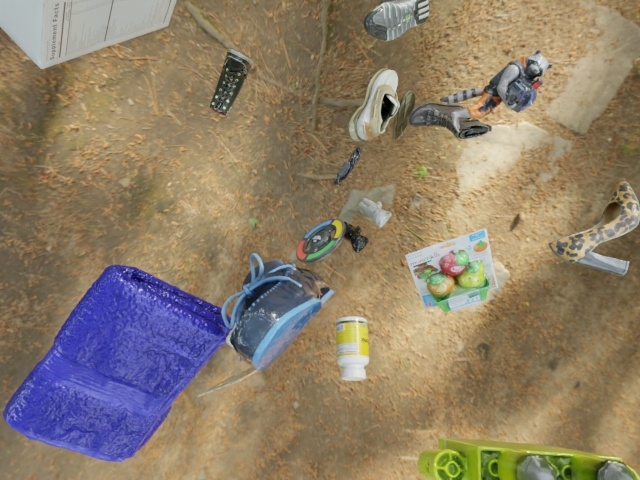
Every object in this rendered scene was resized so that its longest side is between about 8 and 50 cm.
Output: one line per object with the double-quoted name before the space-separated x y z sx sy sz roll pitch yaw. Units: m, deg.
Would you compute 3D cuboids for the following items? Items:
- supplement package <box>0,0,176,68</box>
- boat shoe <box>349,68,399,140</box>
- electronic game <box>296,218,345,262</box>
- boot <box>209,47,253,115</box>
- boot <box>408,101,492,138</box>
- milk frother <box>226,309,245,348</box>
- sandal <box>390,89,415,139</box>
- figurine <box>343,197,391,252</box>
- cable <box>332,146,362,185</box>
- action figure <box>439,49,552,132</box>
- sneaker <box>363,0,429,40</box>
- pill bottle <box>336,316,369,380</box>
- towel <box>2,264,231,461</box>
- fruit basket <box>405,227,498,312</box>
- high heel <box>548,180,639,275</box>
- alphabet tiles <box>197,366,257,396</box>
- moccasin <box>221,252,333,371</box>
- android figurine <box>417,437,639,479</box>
"supplement package" -0.342 -0.381 0.664 0.134 0.244 0.139 47 139 -4
"boat shoe" 0.197 -0.429 1.437 0.113 0.103 0.302 52 54 -44
"electronic game" 0.000 0.000 1.779 0.229 0.229 0.048 -37 118 4
"boot" -0.291 -0.500 1.459 0.085 0.236 0.179 23 91 -14
"boot" 0.487 -0.450 1.735 0.263 0.229 0.091 -10 127 -4
"milk frother" -0.195 0.282 1.366 0.135 0.143 0.129 -55 132 -11
"sandal" 0.277 -0.442 1.602 0.060 0.219 0.090 40 74 16
"figurine" 0.182 -0.060 1.811 0.092 0.209 0.215 38 98 -20
"cable" 0.115 -0.295 1.846 0.047 0.150 0.184 32 88 3
"action figure" 0.559 -0.479 1.444 0.330 0.341 0.178 -32 82 24
"sneaker" 0.163 -0.571 1.172 0.228 0.132 0.086 -30 128 -32
"pill bottle" 0.063 0.214 0.902 0.065 0.065 0.116 3 65 -6
"towel" -0.304 0.204 0.707 0.227 0.076 0.308 33 99 -32
"fruit basket" 0.544 0.135 1.850 0.327 0.165 0.353 -19 134 9
"high heel" 0.688 -0.055 1.150 0.186 0.093 0.261 17 74 6
"alphabet tiles" -0.250 0.431 1.466 0.198 0.237 0.009 -28 82 29
"moccasin" -0.071 0.093 0.657 0.117 0.342 0.138 40 91 6
"android figurine" 0.251 0.288 0.579 0.248 0.273 0.056 5 68 -3
